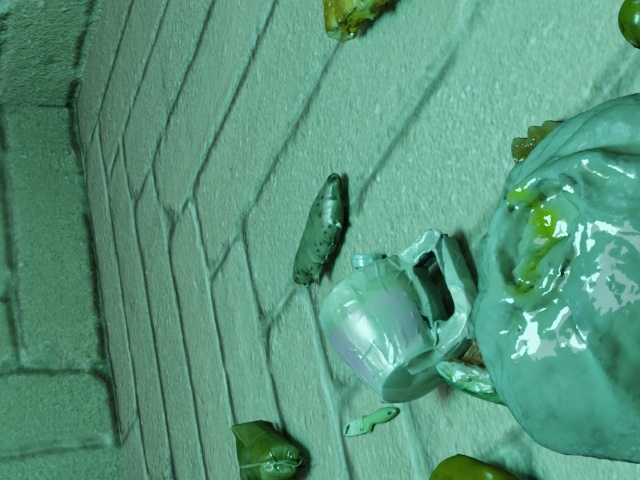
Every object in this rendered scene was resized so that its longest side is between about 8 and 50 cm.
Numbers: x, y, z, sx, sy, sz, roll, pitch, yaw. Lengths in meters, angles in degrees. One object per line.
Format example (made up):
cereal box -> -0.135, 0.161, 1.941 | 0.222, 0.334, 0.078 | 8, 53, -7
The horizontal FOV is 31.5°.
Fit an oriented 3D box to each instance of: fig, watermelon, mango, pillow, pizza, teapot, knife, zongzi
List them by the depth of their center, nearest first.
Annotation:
fig -> 0.338, -0.228, 1.102 | 0.084, 0.082, 0.098 | -44, -22, -74
watermelon -> 0.239, 0.144, 1.379 | 0.098, 0.121, 0.158 | 12, 57, 51
mango -> 0.194, 0.347, 1.392 | 0.221, 0.120, 0.151 | -178, 90, -73
teapot -> 0.127, 0.116, 1.546 | 0.178, 0.221, 0.163 | 59, -177, 34
pizza -> 0.078, -0.425, 1.676 | 0.226, 0.086, 0.335 | 56, 142, 44
knife -> 0.077, 0.287, 1.789 | 0.207, 0.014, 0.030 | 141, 125, -63
pillow -> 0.001, 0.000, 1.908 | 0.093, 0.051, 0.241 | -115, 35, -43
zongzi -> -0.089, 0.450, 2.080 | 0.205, 0.094, 0.204 | -164, 70, -65

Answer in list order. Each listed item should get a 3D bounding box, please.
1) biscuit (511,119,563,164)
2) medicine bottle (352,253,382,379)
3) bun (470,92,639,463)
biscuit -> 0.266, -0.092, 1.332 | 0.130, 0.019, 0.119 | 122, 141, -52
medicine bottle -> 0.075, 0.116, 1.740 | 0.051, 0.051, 0.191 | 169, 98, -66
bun -> 0.270, 0.032, 1.034 | 0.362, 0.211, 0.362 | -29, 56, 53
